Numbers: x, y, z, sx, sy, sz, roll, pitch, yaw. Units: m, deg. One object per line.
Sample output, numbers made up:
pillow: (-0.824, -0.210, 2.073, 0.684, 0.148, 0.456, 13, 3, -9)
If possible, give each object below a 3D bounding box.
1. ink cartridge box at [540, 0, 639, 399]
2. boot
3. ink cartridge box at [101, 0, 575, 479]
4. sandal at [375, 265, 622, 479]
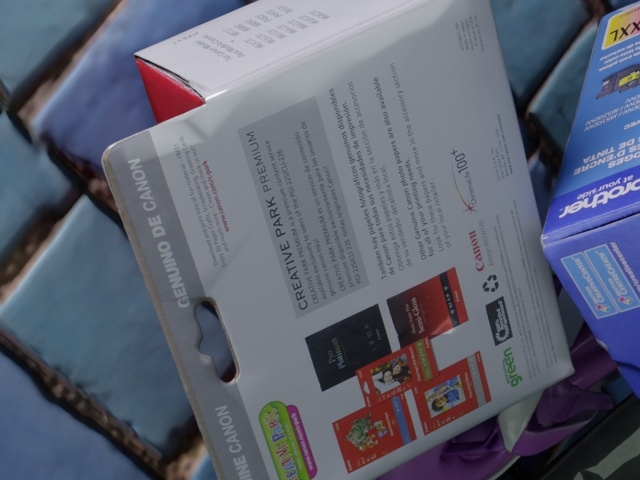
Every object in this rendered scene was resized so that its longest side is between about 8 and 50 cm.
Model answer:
ink cartridge box: (0.301, 0.008, 1.116, 0.270, 0.151, 0.395, 55, 35, -21)
boot: (0.232, 0.236, 1.304, 0.208, 0.076, 0.189, -35, 131, -19)
ink cartridge box: (0.000, 0.000, 1.022, 0.272, 0.130, 0.309, -25, 118, -18)
sandal: (0.202, 0.093, 1.243, 0.416, 0.102, 0.169, -31, 120, -28)
